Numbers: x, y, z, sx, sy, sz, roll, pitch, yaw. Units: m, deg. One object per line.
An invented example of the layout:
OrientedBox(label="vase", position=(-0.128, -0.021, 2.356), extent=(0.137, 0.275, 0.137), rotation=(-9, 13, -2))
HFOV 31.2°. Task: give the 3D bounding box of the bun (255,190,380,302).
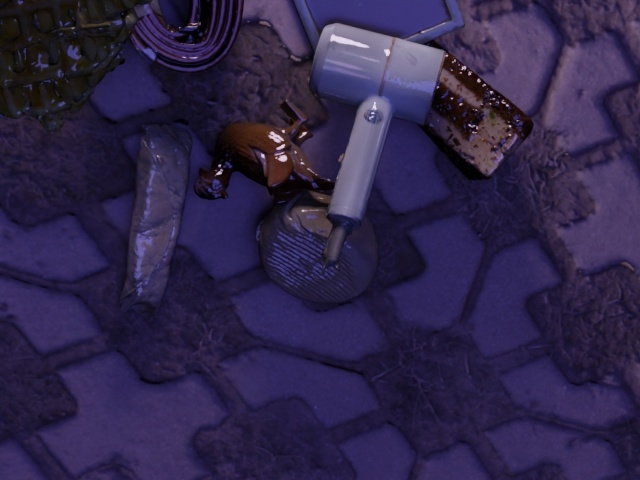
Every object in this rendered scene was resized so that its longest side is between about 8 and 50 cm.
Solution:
OrientedBox(label="bun", position=(0.000, 0.000, 1.628), extent=(0.166, 0.113, 0.173), rotation=(-13, 127, 27))

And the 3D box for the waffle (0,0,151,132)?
OrientedBox(label="waffle", position=(-0.383, -0.298, 1.450), extent=(0.297, 0.073, 0.317), rotation=(38, 112, -7))

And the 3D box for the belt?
OrientedBox(label="belt", position=(-0.198, -0.354, 1.519), extent=(0.184, 0.105, 0.262), rotation=(-8, 103, -10))

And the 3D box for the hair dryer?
OrientedBox(label="hair dryer", position=(0.044, -0.118, 1.520), extent=(0.173, 0.107, 0.357), rotation=(14, 67, 5))

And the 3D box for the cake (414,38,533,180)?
OrientedBox(label="cake", position=(0.188, -0.196, 1.628), extent=(0.246, 0.135, 0.112), rotation=(43, 89, -17))

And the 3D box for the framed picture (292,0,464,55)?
OrientedBox(label="framed picture", position=(0.055, -0.385, 1.595), extent=(0.216, 0.016, 0.273), rotation=(-20, 105, 8))

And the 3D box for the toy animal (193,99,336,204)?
OrientedBox(label="toy animal", position=(-0.073, -0.097, 1.579), extent=(0.188, 0.089, 0.179), rotation=(37, 76, 26))

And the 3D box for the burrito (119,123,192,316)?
OrientedBox(label="burrito", position=(-0.234, -0.025, 1.597), extent=(0.082, 0.059, 0.275), rotation=(7, 99, -30))
